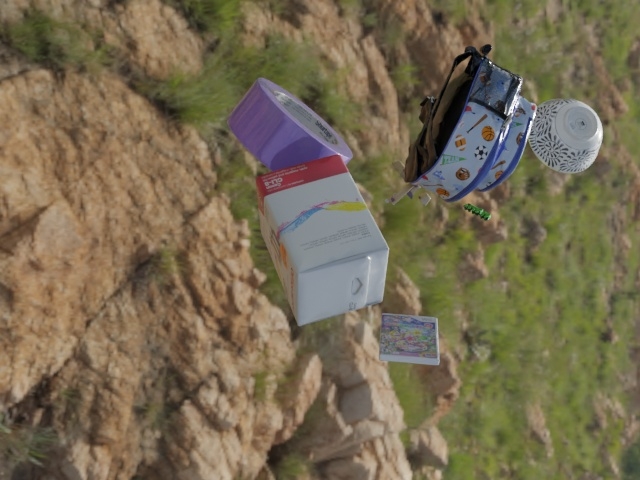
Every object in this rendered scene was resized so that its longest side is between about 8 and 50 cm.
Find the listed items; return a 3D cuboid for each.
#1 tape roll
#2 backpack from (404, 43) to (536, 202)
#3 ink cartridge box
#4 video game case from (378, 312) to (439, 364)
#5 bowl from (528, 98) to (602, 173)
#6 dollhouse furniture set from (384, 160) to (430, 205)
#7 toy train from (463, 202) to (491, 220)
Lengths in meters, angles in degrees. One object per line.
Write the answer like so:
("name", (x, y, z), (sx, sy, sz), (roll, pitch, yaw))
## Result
("tape roll", (-0.046, -0.160, 1.241), (0.080, 0.189, 0.189), (-48, 154, 15))
("backpack", (0.291, -0.207, 1.626), (0.263, 0.213, 0.276), (-60, -177, -21))
("ink cartridge box", (0.000, 0.000, 1.086), (0.128, 0.127, 0.176), (90, -21, -51))
("video game case", (0.133, 0.146, 1.206), (0.122, 0.087, 0.011), (-76, 169, -65))
("bowl", (0.530, -0.234, 1.692), (0.080, 0.170, 0.170), (130, -29, -71))
("dollhouse furniture set", (0.182, -0.118, 1.836), (0.091, 0.081, 0.114), (43, 13, -28))
("toy train", (0.415, -0.077, 2.127), (0.023, 0.083, 0.017), (-36, 139, -25))
